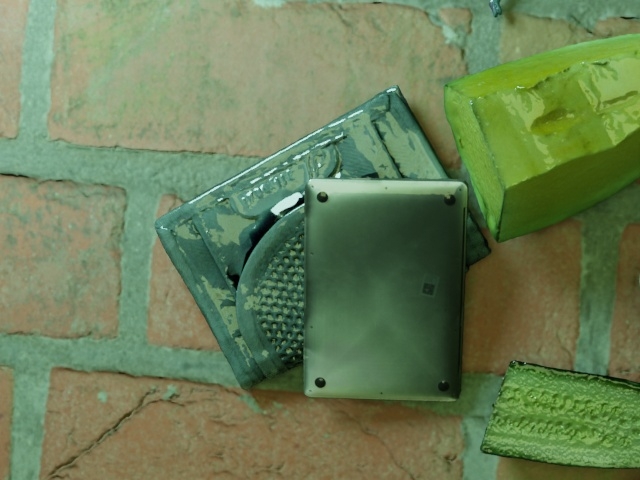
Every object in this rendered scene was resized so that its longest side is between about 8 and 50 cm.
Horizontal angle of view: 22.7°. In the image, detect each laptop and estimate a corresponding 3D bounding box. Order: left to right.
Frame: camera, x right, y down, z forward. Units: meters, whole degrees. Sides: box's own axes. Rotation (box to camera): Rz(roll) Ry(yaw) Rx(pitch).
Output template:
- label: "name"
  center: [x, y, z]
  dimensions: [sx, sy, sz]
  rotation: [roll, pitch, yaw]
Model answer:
- label: "laptop"
  center: [0.074, 0.059, 1.844]
  dimensions: [0.187, 0.015, 0.269]
  rotation: [1, 105, 1]

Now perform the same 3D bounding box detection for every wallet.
- label: "wallet"
  center: [0.000, 0.000, 1.879]
  dimensions: [0.342, 0.075, 0.237]
  rotation: [-29, 91, 7]

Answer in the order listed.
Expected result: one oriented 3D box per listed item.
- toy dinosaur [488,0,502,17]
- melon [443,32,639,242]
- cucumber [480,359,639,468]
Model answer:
- label: "toy dinosaur"
  center: [0.241, -0.353, 1.855]
  dimensions: [0.080, 0.045, 0.197]
  rotation: [18, 96, 19]
- label: "melon"
  center: [0.316, -0.141, 1.807]
  dimensions: [0.323, 0.124, 0.196]
  rotation: [-20, 88, 2]
- label: "cucumber"
  center: [0.314, 0.206, 1.833]
  dimensions: [0.243, 0.063, 0.115]
  rotation: [11, 98, 8]
